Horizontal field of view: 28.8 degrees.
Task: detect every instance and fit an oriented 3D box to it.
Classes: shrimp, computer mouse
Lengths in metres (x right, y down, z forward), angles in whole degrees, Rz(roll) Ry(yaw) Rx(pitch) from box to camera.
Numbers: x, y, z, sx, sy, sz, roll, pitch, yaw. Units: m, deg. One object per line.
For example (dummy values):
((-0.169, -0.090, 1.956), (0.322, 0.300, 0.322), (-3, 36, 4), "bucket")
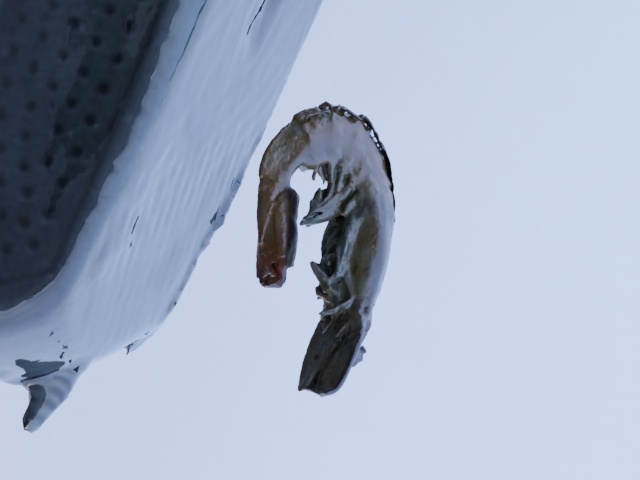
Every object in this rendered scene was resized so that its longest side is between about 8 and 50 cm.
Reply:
((0.001, 0.000, 1.061), (0.058, 0.173, 0.253), (-4, -116, 40), "shrimp")
((-0.078, -0.098, 0.547), (0.122, 0.188, 0.371), (22, -92, 12), "computer mouse")
